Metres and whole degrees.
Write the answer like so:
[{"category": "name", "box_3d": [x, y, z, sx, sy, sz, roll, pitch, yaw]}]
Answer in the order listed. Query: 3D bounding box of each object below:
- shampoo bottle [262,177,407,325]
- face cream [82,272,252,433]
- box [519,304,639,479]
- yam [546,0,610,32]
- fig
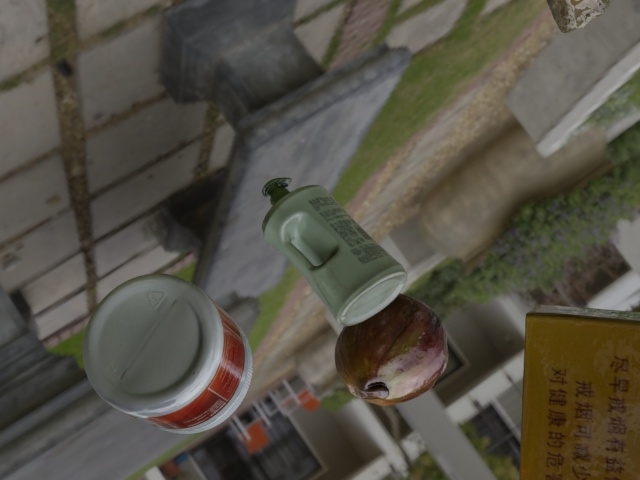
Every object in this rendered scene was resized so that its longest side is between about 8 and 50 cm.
[{"category": "shampoo bottle", "box_3d": [0.000, 0.000, 1.301, 0.118, 0.234, 0.087, -28, 149, -28]}, {"category": "face cream", "box_3d": [-0.215, 0.166, 1.399, 0.201, 0.201, 0.187, -35, 157, -2]}, {"category": "box", "box_3d": [0.436, 0.218, 1.078, 0.415, 0.264, 0.116, 2, -179, 19]}, {"category": "yam", "box_3d": [0.273, -0.429, 1.226, 0.081, 0.357, 0.081, -24, -150, 15]}, {"category": "fig", "box_3d": [0.140, 0.221, 1.941, 0.263, 0.224, 0.224, -2, 148, -51]}]
